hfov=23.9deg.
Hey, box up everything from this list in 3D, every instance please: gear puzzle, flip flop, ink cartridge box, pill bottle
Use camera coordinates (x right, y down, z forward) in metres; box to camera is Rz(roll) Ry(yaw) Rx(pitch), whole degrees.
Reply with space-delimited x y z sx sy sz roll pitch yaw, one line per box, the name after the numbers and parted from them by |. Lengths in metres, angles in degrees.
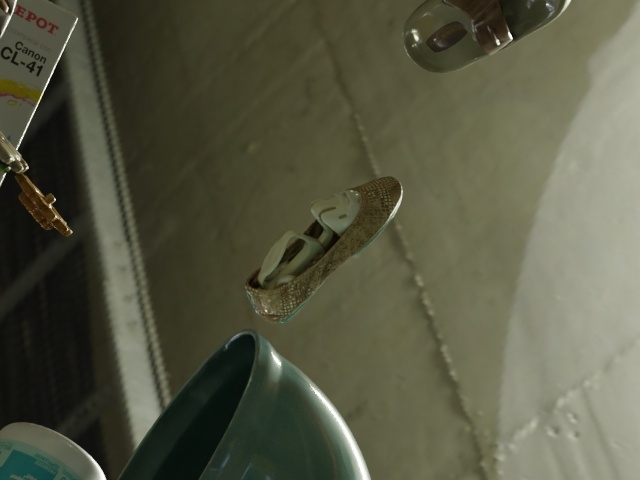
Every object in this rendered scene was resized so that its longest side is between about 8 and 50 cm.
-0.393 -0.128 1.652 0.044 0.339 0.175 -42 -173 -3 | gear puzzle
0.167 -0.243 1.613 0.080 0.112 0.277 -46 -171 -34 | flip flop
-0.492 -0.210 1.992 0.131 0.226 0.306 18 -97 57 | ink cartridge box
-0.362 0.345 1.696 0.146 0.146 0.264 -11 -141 45 | pill bottle

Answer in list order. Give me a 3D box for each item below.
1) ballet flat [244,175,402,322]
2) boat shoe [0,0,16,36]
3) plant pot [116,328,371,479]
0.000 0.000 1.596 0.206 0.067 0.073 -48 -143 -1 | ballet flat
-0.364 -0.158 1.213 0.116 0.123 0.324 -4 -144 36 | boat shoe
-0.062 0.252 1.314 0.293 0.196 0.293 -51 -167 17 | plant pot
